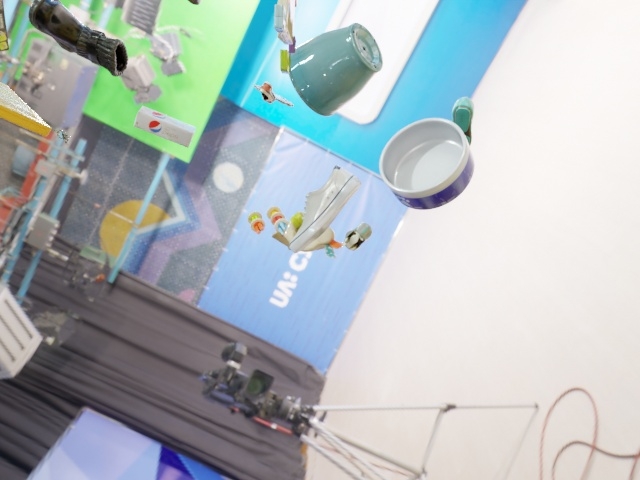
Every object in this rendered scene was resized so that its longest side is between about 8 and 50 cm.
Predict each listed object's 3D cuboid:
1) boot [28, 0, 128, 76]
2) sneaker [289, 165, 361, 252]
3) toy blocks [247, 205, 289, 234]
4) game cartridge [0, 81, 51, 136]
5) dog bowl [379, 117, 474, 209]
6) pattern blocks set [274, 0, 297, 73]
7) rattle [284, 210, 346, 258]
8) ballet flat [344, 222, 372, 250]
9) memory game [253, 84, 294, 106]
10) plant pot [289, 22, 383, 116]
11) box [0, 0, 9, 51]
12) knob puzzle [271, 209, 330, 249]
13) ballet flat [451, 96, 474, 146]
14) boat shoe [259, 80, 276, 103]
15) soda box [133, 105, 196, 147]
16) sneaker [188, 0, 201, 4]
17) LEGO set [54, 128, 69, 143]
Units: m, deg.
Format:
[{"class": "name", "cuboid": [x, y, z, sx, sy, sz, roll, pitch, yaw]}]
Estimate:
[{"class": "boot", "cuboid": [-0.874, -0.750, 2.156, 0.131, 0.260, 0.348, -61, -6, -1]}, {"class": "sneaker", "cuboid": [-0.005, -0.082, 1.536, 0.258, 0.091, 0.094, -49, -10, 5]}, {"class": "toy blocks", "cuboid": [-0.171, -0.052, 1.959, 0.148, 0.123, 0.054, -125, 21, -55]}, {"class": "game cartridge", "cuboid": [-1.094, -0.485, 1.948, 0.052, 0.324, 0.285, -55, -25, 4]}, {"class": "dog bowl", "cuboid": [0.313, -0.225, 1.726, 0.265, 0.104, 0.265, -16, 54, 23]}, {"class": "pattern blocks set", "cuboid": [-0.076, -0.517, 1.298, 0.325, 0.026, 0.285, 60, -147, -87]}, {"class": "rattle", "cuboid": [0.000, 0.000, 1.761, 0.130, 0.200, 0.143, -61, -22, -22]}, {"class": "ballet flat", "cuboid": [0.118, -0.003, 2.097, 0.068, 0.072, 0.213, -42, -3, -26]}, {"class": "memory game", "cuboid": [-0.194, -0.600, 2.431, 0.012, 0.186, 0.186, -62, 6, 15]}, {"class": "plant pot", "cuboid": [0.067, -0.612, 2.035, 0.255, 0.271, 0.271, -24, 30, 36]}, {"class": "box", "cuboid": [-1.008, -0.701, 1.791, 0.036, 0.114, 0.207, -29, -32, -40]}, {"class": "knob puzzle", "cuboid": [-0.047, -0.025, 2.090, 0.030, 0.213, 0.213, -98, 29, -41]}, {"class": "ballet flat", "cuboid": [0.473, -0.377, 1.960, 0.247, 0.083, 0.087, 86, -157, -52]}, {"class": "boat shoe", "cuboid": [-0.195, -0.529, 2.129, 0.043, 0.049, 0.137, -59, -6, -9]}, {"class": "soda box", "cuboid": [-0.589, -0.431, 2.222, 0.074, 0.216, 0.069, -97, 30, -61]}, {"class": "sneaker", "cuboid": [-0.464, -0.969, 2.044, 0.123, 0.106, 0.290, -52, -30, -19]}, {"class": "LEGO set", "cuboid": [-0.876, -0.360, 2.000, 0.023, 0.054, 0.083, -30, 19, -3]}]
